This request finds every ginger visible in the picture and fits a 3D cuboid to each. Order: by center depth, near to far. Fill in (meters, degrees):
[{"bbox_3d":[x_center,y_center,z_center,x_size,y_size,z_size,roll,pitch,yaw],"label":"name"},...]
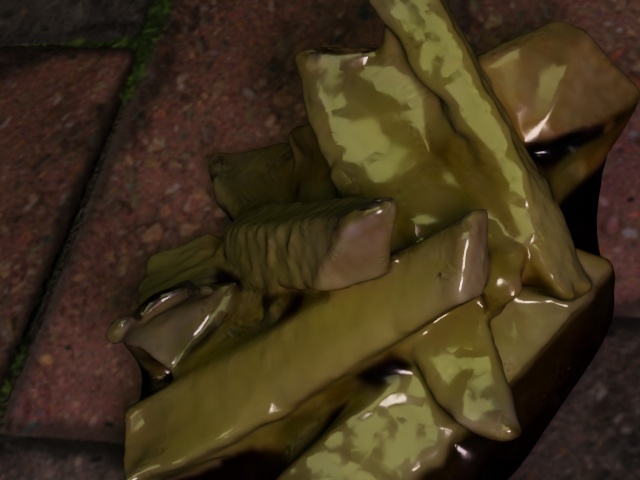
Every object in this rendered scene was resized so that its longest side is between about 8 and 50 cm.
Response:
[{"bbox_3d":[0.000,0.000,1.270,0.358,0.211,0.413,15,60,33],"label":"ginger"}]
